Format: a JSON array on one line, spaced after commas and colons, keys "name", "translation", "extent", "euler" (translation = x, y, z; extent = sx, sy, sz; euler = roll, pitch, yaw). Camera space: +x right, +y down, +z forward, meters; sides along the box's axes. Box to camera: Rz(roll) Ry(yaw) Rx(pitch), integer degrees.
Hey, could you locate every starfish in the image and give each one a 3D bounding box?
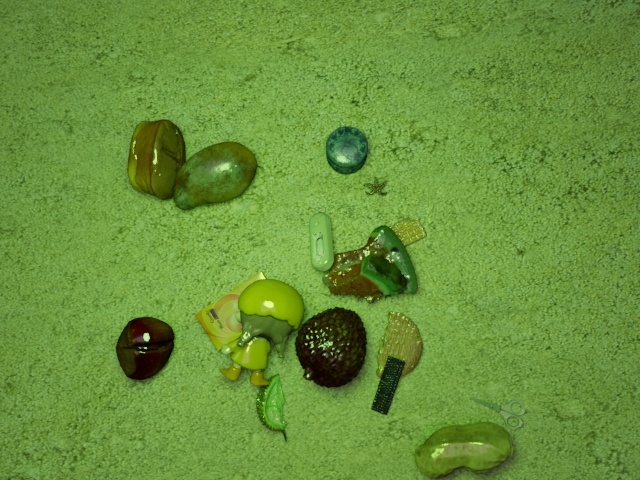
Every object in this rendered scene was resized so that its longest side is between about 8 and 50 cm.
[{"name": "starfish", "translation": [0.201, -0.190, 1.467], "extent": [0.091, 0.028, 0.078], "euler": [-30, 81, -8]}]

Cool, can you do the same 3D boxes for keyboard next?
[{"name": "keyboard", "translation": [0.223, 0.480, 1.362], "extent": [0.060, 0.018, 0.195], "euler": [17, 95, 4]}]

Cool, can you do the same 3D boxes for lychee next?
[{"name": "lychee", "translation": [0.037, 0.331, 1.303], "extent": [0.236, 0.236, 0.271], "euler": [35, 53, 5]}]

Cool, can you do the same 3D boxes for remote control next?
[{"name": "remote control", "translation": [0.000, 0.000, 1.396], "extent": [0.078, 0.042, 0.221], "euler": [-20, 59, 27]}]

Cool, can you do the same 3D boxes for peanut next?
[{"name": "peanut", "translation": [0.448, 0.659, 1.299], "extent": [0.306, 0.147, 0.146], "euler": [-8, 82, 3]}]

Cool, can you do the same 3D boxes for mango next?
[{"name": "mango", "translation": [-0.366, -0.217, 1.411], "extent": [0.317, 0.146, 0.192], "euler": [-31, 105, -2]}]

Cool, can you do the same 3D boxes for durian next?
[{"name": "durian", "translation": [-0.160, 0.552, 1.351], "extent": [0.100, 0.086, 0.215], "euler": [-5, 80, -14]}]

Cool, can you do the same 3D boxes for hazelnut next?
[{"name": "hazelnut", "translation": [-0.568, 0.349, 1.344], "extent": [0.178, 0.178, 0.203], "euler": [2, 88, 1]}]

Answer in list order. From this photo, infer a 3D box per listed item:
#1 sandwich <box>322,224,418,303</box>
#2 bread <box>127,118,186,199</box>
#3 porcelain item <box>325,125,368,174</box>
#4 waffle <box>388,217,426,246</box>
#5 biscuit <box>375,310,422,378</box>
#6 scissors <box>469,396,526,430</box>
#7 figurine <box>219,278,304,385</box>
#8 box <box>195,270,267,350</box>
[{"name": "sandwich", "translation": [0.152, 0.096, 1.359], "extent": [0.301, 0.162, 0.250], "euler": [-18, 88, 0]}, {"name": "bread", "translation": [-0.548, -0.276, 1.404], "extent": [0.143, 0.195, 0.269], "euler": [10, 92, 7]}, {"name": "porcelain item", "translation": [0.092, -0.314, 1.441], "extent": [0.147, 0.114, 0.147], "euler": [0, 81, 1]}, {"name": "waffle", "translation": [0.294, -0.027, 1.446], "extent": [0.135, 0.021, 0.092], "euler": [-27, 83, -3]}, {"name": "biscuit", "translation": [0.269, 0.356, 1.388], "extent": [0.145, 0.033, 0.224], "euler": [10, 87, 2]}, {"name": "scissors", "translation": [0.588, 0.558, 1.372], "extent": [0.189, 0.015, 0.100], "euler": [19, 82, 5]}, {"name": "figurine", "translation": [-0.181, 0.288, 1.303], "extent": [0.215, 0.187, 0.343], "euler": [16, 97, -31]}, {"name": "box", "translation": [-0.273, 0.239, 1.407], "extent": [0.269, 0.043, 0.152], "euler": [-34, 84, -5]}]
